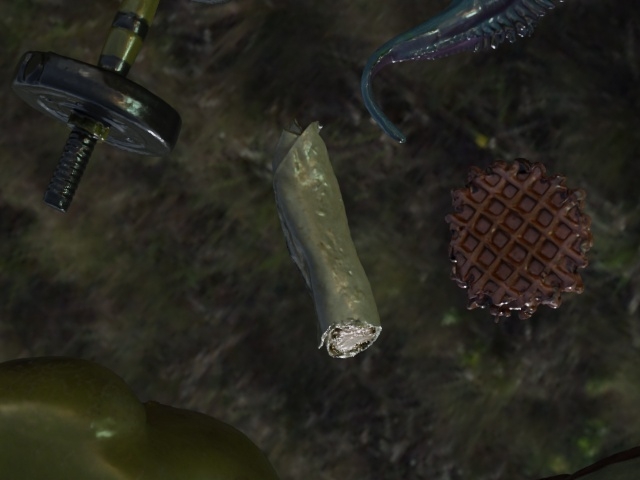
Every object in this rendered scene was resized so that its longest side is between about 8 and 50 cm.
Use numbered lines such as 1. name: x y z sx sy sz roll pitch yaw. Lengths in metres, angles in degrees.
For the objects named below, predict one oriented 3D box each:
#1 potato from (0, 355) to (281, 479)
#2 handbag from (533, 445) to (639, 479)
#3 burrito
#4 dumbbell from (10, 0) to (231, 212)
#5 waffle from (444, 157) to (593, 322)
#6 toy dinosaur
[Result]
1. potato: -0.148 0.209 1.040 0.351 0.202 0.218 40 151 -31
2. handbag: 0.189 0.151 0.500 0.235 0.127 0.213 -25 73 17
3. burrito: 0.000 0.000 1.238 0.087 0.060 0.226 172 82 -80
4. dumbbell: -0.157 -0.176 1.137 0.143 0.325 0.143 21 170 4
5. waffle: 0.101 0.000 0.702 0.075 0.029 0.083 -3 87 21
6. toy dinosaur: 0.064 -0.119 0.542 0.080 0.197 0.045 38 153 -6
